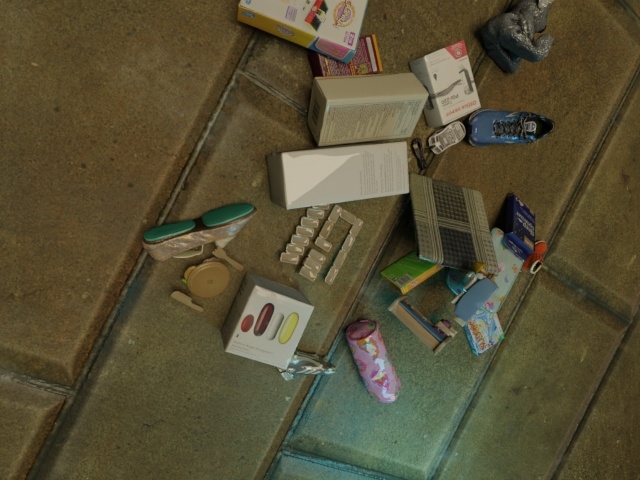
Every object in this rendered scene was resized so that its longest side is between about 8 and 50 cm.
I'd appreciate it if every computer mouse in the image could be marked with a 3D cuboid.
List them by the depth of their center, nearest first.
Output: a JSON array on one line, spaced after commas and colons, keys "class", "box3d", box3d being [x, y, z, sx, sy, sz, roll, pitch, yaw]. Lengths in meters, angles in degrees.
[{"class": "computer mouse", "box3d": [0.393, -0.324, 1.358, 0.192, 0.042, 0.106, -32, 104, -6]}]

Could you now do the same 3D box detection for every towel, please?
[{"class": "towel", "box3d": [0.422, -0.054, 1.333, 0.311, 0.056, 0.325, 11, 60, -19]}]

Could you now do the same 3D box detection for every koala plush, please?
[{"class": "koala plush", "box3d": [0.648, -0.699, 1.305, 0.203, 0.196, 0.221, 34, 91, -12]}]

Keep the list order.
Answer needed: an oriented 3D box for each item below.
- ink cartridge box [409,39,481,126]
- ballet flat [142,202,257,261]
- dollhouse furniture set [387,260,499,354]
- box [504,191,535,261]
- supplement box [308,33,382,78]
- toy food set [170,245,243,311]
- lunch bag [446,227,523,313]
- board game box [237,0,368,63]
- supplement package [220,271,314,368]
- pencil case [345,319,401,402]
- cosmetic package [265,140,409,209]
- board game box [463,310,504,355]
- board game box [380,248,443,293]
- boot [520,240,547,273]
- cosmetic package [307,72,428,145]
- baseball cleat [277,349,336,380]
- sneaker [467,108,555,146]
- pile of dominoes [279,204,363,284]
[{"class": "ink cartridge box", "box3d": [0.397, -0.492, 1.300, 0.158, 0.092, 0.218, -27, 109, -13]}, {"class": "ballet flat", "box3d": [-0.323, -0.018, 1.138, 0.315, 0.108, 0.106, -16, 125, -11]}, {"class": "dollhouse furniture set", "box3d": [0.417, 0.171, 1.322, 0.198, 0.286, 0.303, 44, 105, 22]}, {"class": "box", "box3d": [0.717, -0.048, 1.467, 0.136, 0.036, 0.225, 34, 57, -22]}, {"class": "supplement box", "box3d": [0.072, -0.514, 1.185, 0.188, 0.081, 0.104, -21, 106, -15]}, {"class": "toy food set", "box3d": [-0.324, 0.107, 1.175, 0.192, 0.038, 0.132, -45, 130, 0]}, {"class": "lunch bag", "box3d": [0.590, 0.112, 1.462, 0.224, 0.108, 0.279, 37, 80, -21]}, {"class": "board game box", "box3d": [-0.035, -0.643, 1.081, 0.316, 0.064, 0.243, 16, 81, -13]}, {"class": "supplement package", "box3d": [-0.159, 0.232, 1.203, 0.194, 0.149, 0.203, 23, 93, -22]}, {"class": "pencil case", "box3d": [0.181, 0.406, 1.378, 0.124, 0.124, 0.284, -28, 109, -13]}, {"class": "cosmetic package", "box3d": [0.045, -0.194, 1.174, 0.365, 0.197, 0.155, -10, 104, -16]}, {"class": "board game box", "box3d": [0.611, 0.319, 1.555, 0.136, 0.035, 0.201, -30, 108, -13]}, {"class": "board game box", "box3d": [0.339, 0.074, 1.365, 0.259, 0.124, 0.039, -33, 121, -11]}, {"class": "boot", "box3d": [0.826, 0.066, 1.561, 0.158, 0.084, 0.059, -46, 109, -8]}, {"class": "cosmetic package", "box3d": [0.131, -0.378, 1.178, 0.309, 0.113, 0.160, -10, 147, -19]}, {"class": "baseball cleat", "box3d": [-0.055, 0.412, 1.327, 0.205, 0.072, 0.110, 26, 104, -17]}, {"class": "sneaker", "box3d": [0.643, -0.387, 1.378, 0.329, 0.147, 0.130, -9, 103, -17]}, {"class": "pile of dominoes", "box3d": [0.000, 0.000, 1.291, 0.195, 0.040, 0.251, 32, 80, -21]}]
